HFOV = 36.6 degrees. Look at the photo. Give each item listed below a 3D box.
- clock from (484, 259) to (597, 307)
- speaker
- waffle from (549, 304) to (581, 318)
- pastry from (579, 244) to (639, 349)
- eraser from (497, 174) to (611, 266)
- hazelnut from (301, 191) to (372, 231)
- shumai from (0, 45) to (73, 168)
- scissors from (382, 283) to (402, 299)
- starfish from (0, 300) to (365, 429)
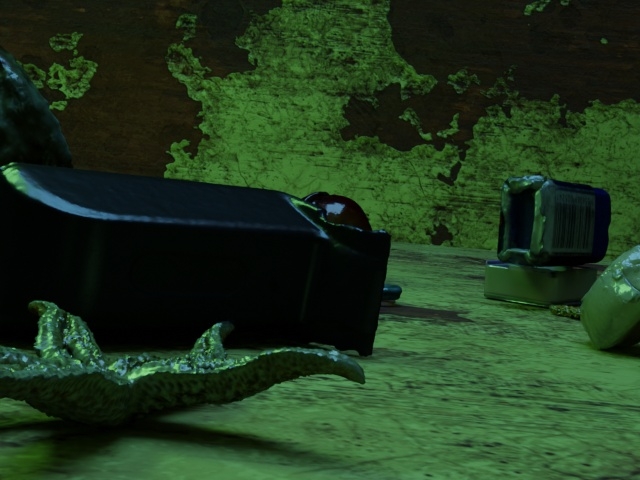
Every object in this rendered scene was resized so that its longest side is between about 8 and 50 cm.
[{"bbox_3d":[0.405,0.076,1.784,0.147,0.071,0.192,8,5,38],"label":"clock"},{"bbox_3d":[-0.140,0.030,1.022,0.388,0.180,0.184,3,9,-32],"label":"speaker"},{"bbox_3d":[0.423,0.118,1.586,0.078,0.016,0.085,3,5,-20],"label":"waffle"},{"bbox_3d":[0.413,0.075,1.268,0.165,0.166,0.088,1,43,-44],"label":"pastry"},{"bbox_3d":[0.424,-0.033,1.735,0.101,0.155,0.332,6,3,35],"label":"eraser"},{"bbox_3d":[0.000,0.000,1.870,0.204,0.178,0.178,1,1,39],"label":"hazelnut"},{"bbox_3d":[-0.547,-0.070,1.319,0.395,0.395,0.348,8,30,40],"label":"shumai"},{"bbox_3d":[0.050,0.081,1.458,0.138,0.041,0.289,7,3,7],"label":"scissors"},{"bbox_3d":[-0.176,0.091,0.708,0.357,0.078,0.347,3,4,-21],"label":"starfish"}]
